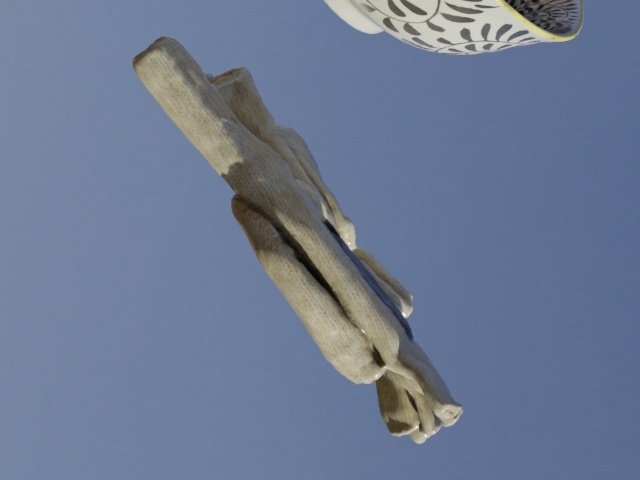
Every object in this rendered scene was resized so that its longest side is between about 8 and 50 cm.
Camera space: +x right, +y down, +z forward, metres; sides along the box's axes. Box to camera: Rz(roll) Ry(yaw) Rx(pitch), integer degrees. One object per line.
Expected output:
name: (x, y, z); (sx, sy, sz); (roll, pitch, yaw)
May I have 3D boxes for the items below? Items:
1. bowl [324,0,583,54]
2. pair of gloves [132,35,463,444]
bowl: (0.036, -0.142, 0.834); (0.080, 0.170, 0.170); (-30, -133, 25)
pair of gloves: (0.000, 0.000, 0.857); (0.204, 0.042, 0.240); (56, 2, 5)
